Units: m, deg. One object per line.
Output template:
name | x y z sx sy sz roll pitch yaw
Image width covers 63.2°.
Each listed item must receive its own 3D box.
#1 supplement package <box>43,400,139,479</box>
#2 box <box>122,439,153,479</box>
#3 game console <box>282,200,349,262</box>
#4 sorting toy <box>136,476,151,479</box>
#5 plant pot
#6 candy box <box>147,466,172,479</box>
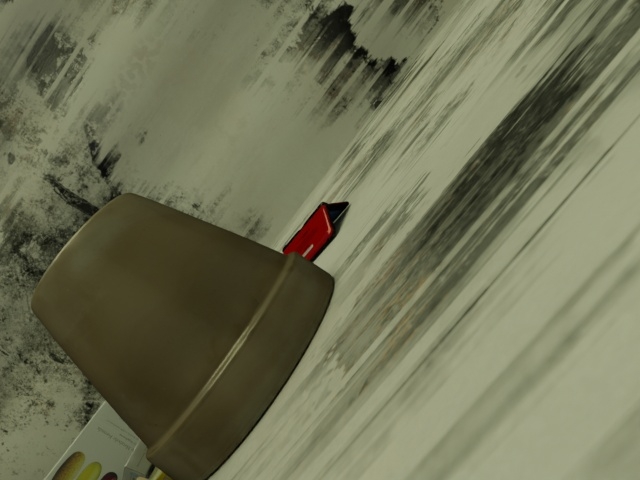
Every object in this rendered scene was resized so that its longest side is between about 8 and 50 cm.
supplement package | -0.475 0.492 1.095 0.244 0.139 0.134 -59 -1 -35
box | -0.272 0.323 0.878 0.186 0.038 0.145 -67 3 -46
game console | 0.000 0.000 1.002 0.144 0.085 0.124 -49 39 30
sorting toy | -0.230 0.350 0.686 0.083 0.012 0.062 -15 57 47
plant pot | -0.191 0.097 0.677 0.323 0.280 0.323 -53 6 9
candy box | -0.218 0.313 0.808 0.105 0.027 0.206 -51 7 16
